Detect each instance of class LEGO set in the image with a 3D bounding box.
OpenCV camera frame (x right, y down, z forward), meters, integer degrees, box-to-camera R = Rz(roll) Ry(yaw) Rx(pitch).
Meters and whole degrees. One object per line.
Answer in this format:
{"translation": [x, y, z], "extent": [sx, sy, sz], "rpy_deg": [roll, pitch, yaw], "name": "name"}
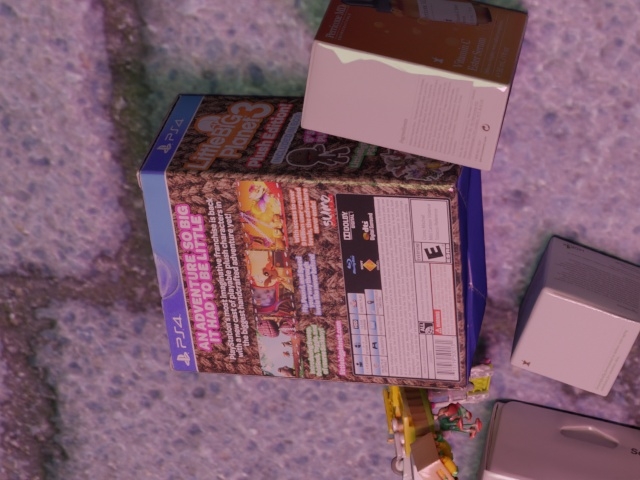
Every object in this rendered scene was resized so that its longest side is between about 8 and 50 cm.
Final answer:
{"translation": [0.125, 0.171, 1.713], "extent": [0.107, 0.287, 0.132], "rpy_deg": [-7, 85, -3], "name": "LEGO set"}

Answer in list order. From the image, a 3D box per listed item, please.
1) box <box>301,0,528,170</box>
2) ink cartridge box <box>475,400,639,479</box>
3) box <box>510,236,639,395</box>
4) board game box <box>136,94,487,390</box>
{"translation": [0.082, -0.148, 1.538], "extent": [0.170, 0.130, 0.091], "rpy_deg": [13, 128, 4], "name": "box"}
{"translation": [0.247, 0.319, 1.840], "extent": [0.198, 0.115, 0.273], "rpy_deg": [12, 127, 6], "name": "ink cartridge box"}
{"translation": [0.244, 0.072, 1.681], "extent": [0.102, 0.087, 0.101], "rpy_deg": [20, 128, 0], "name": "box"}
{"translation": [0.000, 0.000, 1.659], "extent": [0.291, 0.141, 0.232], "rpy_deg": [3, 125, 13], "name": "board game box"}
